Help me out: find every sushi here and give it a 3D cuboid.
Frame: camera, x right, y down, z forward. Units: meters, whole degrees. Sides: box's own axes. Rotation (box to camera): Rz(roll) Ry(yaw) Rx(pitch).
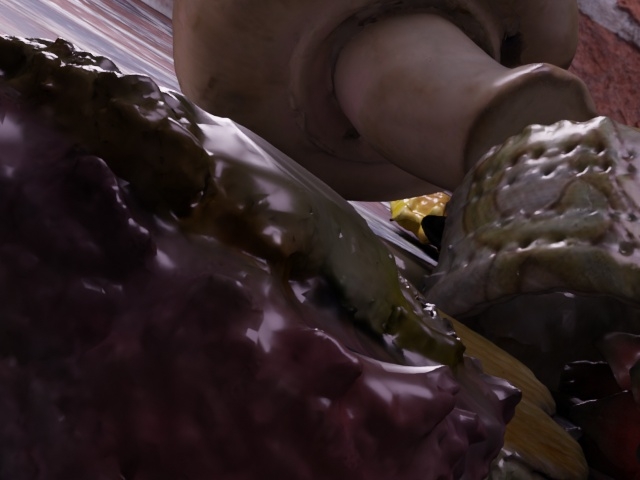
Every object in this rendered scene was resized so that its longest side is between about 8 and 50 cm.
[{"bbox_3d":[-0.053,0.012,0.534,0.241,0.107,0.161,34,2,19],"label":"sushi"}]

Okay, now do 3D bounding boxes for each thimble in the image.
[{"bbox_3d":[0.158,0.013,1.235,0.190,0.143,0.137,0,-41,19],"label":"thimble"}]

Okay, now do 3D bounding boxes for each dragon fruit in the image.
[{"bbox_3d":[0.213,0.104,1.097,0.130,0.121,0.142,9,30,-26],"label":"dragon fruit"}]

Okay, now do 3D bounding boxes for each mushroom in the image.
[{"bbox_3d":[0.068,-0.170,1.471,0.356,0.315,0.315,-8,-26,42],"label":"mushroom"}]

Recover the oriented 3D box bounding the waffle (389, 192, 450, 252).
[{"bbox_3d":[0.164,0.010,1.950,0.253,0.056,0.249,28,7,-32],"label":"waffle"}]

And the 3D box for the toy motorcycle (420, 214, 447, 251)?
[{"bbox_3d":[0.228,0.074,1.382,0.326,0.148,0.221,39,19,32],"label":"toy motorcycle"}]

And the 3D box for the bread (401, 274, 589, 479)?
[{"bbox_3d":[-0.011,0.032,0.802,0.286,0.056,0.207,34,9,16],"label":"bread"}]

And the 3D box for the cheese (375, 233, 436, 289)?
[{"bbox_3d":[0.036,0.017,1.278,0.192,0.037,0.097,29,6,-40],"label":"cheese"}]
